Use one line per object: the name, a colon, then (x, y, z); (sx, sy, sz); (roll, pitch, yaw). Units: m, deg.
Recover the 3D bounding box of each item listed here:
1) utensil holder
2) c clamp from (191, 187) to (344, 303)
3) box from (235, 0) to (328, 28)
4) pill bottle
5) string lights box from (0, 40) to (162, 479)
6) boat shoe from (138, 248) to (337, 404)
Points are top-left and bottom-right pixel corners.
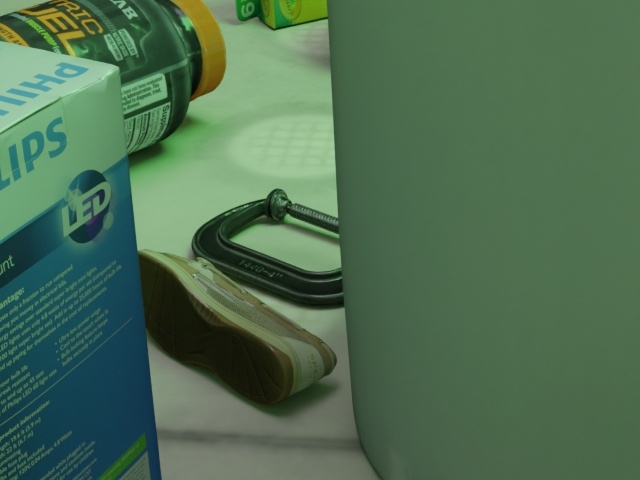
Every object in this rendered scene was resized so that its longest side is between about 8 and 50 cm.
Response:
utensil holder: (0.162, -0.070, 0.742); (0.328, 0.385, 0.327); (-2, 28, 1)
c clamp: (0.000, 0.000, 1.006); (0.161, 0.022, 0.137); (17, 39, 28)
box: (0.004, -0.263, 1.387); (0.179, 0.105, 0.043); (-15, 31, -21)
pill bottle: (-0.188, -0.115, 1.110); (0.246, 0.130, 0.130); (-27, 37, -37)
string lights box: (-0.143, 0.058, 0.662); (0.077, 0.259, 0.133); (14, 33, 27)
boat shoe: (-0.057, 0.047, 0.891); (0.048, 0.056, 0.153); (-16, 32, -41)
